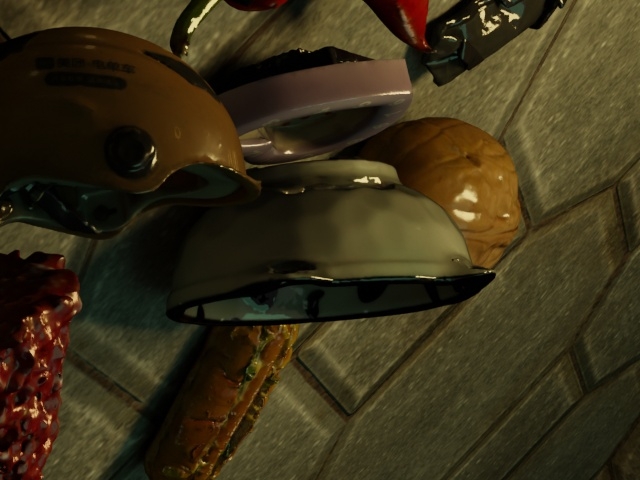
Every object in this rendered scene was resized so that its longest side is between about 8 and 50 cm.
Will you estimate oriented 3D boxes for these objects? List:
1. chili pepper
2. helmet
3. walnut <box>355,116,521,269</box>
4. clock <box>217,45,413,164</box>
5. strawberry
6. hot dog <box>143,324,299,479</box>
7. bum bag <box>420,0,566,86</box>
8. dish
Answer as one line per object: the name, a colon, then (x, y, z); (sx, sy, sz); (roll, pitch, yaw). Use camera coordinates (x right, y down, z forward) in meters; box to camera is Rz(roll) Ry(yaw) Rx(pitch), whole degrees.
chili pepper: (0.007, -0.201, 1.404); (0.368, 0.092, 0.137); (-10, 100, -58)
helmet: (-0.158, -0.071, 1.255); (0.224, 0.130, 0.198); (-8, 176, -13)
walnut: (0.108, -0.035, 1.850); (0.207, 0.167, 0.167); (-11, 139, -56)
clock: (-0.008, -0.117, 1.558); (0.172, 0.064, 0.198); (-20, 171, 23)
strawberry: (-0.248, 0.115, 1.267); (0.234, 0.234, 0.178); (-30, 114, -38)
hot dog: (-0.098, 0.153, 1.916); (0.115, 0.072, 0.269); (-13, 142, -44)
bum bag: (0.170, -0.208, 1.816); (0.197, 0.049, 0.087); (-36, 152, -26)
dish: (0.000, 0.000, 1.662); (0.303, 0.120, 0.303); (-5, 171, -1)
